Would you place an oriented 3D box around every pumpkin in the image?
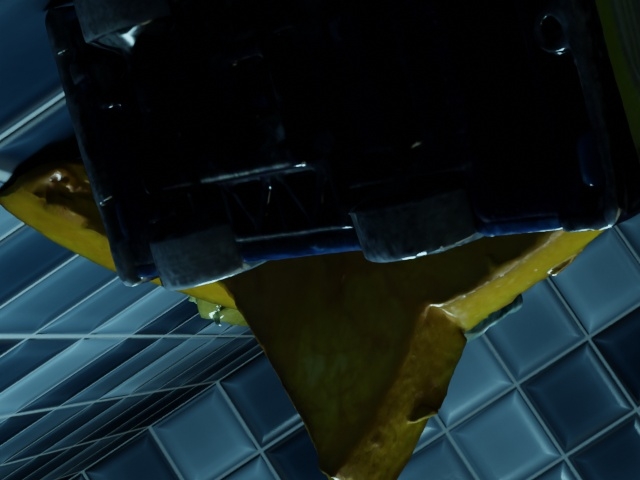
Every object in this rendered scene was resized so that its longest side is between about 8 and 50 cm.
[{"bbox_3d":[0.001,-0.026,0.755,0.258,0.290,0.095,-50,158,2],"label":"pumpkin"}]

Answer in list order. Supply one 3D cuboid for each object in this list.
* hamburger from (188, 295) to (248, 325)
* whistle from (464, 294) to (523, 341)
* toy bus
[{"bbox_3d":[0.029,-0.049,1.079,0.309,0.132,0.211,-25,171,-40],"label":"hamburger"},{"bbox_3d":[0.044,0.032,1.299,0.168,0.188,0.405,-21,176,-18],"label":"whistle"},{"bbox_3d":[0.034,-0.071,0.542,0.175,0.138,0.287,-21,-171,-40],"label":"toy bus"}]
